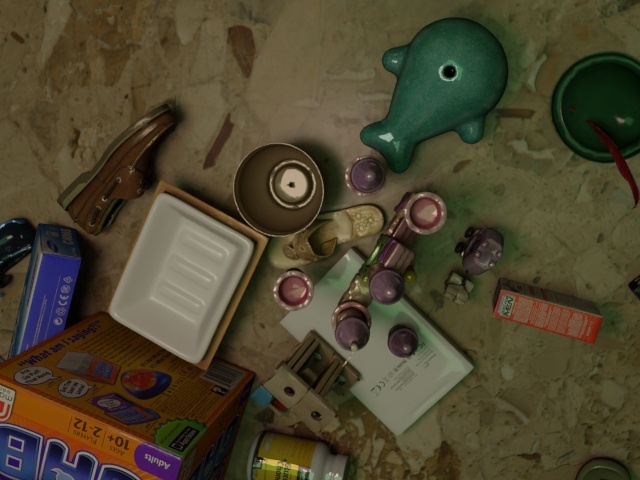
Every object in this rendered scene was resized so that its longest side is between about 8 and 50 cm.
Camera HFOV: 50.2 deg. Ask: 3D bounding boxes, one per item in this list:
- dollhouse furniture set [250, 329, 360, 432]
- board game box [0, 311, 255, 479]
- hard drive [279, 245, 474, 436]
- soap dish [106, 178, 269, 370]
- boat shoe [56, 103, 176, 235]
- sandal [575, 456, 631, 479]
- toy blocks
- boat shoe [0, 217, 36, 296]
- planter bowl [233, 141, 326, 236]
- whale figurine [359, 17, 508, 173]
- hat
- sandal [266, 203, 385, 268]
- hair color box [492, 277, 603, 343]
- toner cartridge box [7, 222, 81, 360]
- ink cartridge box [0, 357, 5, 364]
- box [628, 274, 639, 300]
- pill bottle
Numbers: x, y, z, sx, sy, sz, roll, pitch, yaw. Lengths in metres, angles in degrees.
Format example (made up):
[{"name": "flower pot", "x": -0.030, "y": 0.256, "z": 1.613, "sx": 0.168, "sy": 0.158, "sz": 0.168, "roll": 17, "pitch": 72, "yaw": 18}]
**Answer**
[{"name": "dollhouse furniture set", "x": -0.044, "y": 0.289, "z": 1.248, "sx": 0.129, "sy": 0.129, "sz": 0.184, "roll": 42, "pitch": 122, "yaw": 3}, {"name": "board game box", "x": -0.380, "y": 0.395, "z": 1.249, "sx": 0.356, "sy": 0.356, "sz": 0.357, "roll": 20, "pitch": 104, "yaw": 9}, {"name": "hard drive", "x": 0.101, "y": 0.188, "z": 1.265, "sx": 0.307, "sy": 0.040, "sz": 0.203, "roll": 44, "pitch": 106, "yaw": 2}, {"name": "soap dish", "x": -0.245, "y": 0.062, "z": 1.281, "sx": 0.228, "sy": 0.118, "sz": 0.291, "roll": 28, "pitch": 106, "yaw": 7}, {"name": "boat shoe", "x": -0.360, "y": -0.128, "z": 1.285, "sx": 0.307, "sy": 0.111, "sz": 0.104, "roll": -38, "pitch": 94, "yaw": 26}, {"name": "sandal", "x": 0.489, "y": 0.539, "z": 1.218, "sx": 0.120, "sy": 0.086, "sz": 0.303, "roll": 3, "pitch": 101, "yaw": 12}, {"name": "toy blocks", "x": 0.119, "y": 0.051, "z": 1.075, "sx": 0.308, "sy": 0.260, "sz": 0.289, "roll": 31, "pitch": 94, "yaw": -5}, {"name": "boat shoe", "x": -0.677, "y": 0.067, "z": 1.388, "sx": 0.258, "sy": 0.109, "sz": 0.089, "roll": -43, "pitch": 92, "yaw": 19}, {"name": "planter bowl", "x": -0.061, "y": -0.096, "z": 1.213, "sx": 0.161, "sy": 0.109, "sz": 0.162, "roll": 3, "pitch": 102, "yaw": 12}, {"name": "whale figurine", "x": 0.180, "y": -0.234, "z": 1.115, "sx": 0.216, "sy": 0.141, "sz": 0.272, "roll": 45, "pitch": 107, "yaw": 1}, {"name": "hat", "x": 0.459, "y": -0.192, "z": 1.037, "sx": 0.173, "sy": 0.183, "sz": 0.208, "roll": -41, "pitch": 90, "yaw": 16}, {"name": "sandal", "x": -0.002, "y": -0.006, "z": 1.232, "sx": 0.239, "sy": 0.079, "sz": 0.088, "roll": -20, "pitch": 95, "yaw": 16}, {"name": "hair color box", "x": 0.381, "y": 0.117, "z": 1.160, "sx": 0.167, "sy": 0.093, "sz": 0.054, "roll": 16, "pitch": 103, "yaw": 10}, {"name": "toner cartridge box", "x": -0.551, "y": 0.157, "z": 1.341, "sx": 0.075, "sy": 0.165, "sz": 0.348, "roll": 11, "pitch": 106, "yaw": -29}, {"name": "ink cartridge box", "x": -0.752, "y": 0.333, "z": 1.347, "sx": 0.271, "sy": 0.309, "sz": 0.130, "roll": 37, "pitch": 106, "yaw": 4}, {"name": "box", "x": 0.652, "y": 0.072, "z": 1.111, "sx": 0.220, "sy": 0.051, "sz": 0.175, "roll": -44, "pitch": 89, "yaw": 16}, {"name": "pill bottle", "x": -0.042, "y": 0.433, "z": 1.311, "sx": 0.184, "sy": 0.103, "sz": 0.103, "roll": 8, "pitch": 102, "yaw": 12}]
